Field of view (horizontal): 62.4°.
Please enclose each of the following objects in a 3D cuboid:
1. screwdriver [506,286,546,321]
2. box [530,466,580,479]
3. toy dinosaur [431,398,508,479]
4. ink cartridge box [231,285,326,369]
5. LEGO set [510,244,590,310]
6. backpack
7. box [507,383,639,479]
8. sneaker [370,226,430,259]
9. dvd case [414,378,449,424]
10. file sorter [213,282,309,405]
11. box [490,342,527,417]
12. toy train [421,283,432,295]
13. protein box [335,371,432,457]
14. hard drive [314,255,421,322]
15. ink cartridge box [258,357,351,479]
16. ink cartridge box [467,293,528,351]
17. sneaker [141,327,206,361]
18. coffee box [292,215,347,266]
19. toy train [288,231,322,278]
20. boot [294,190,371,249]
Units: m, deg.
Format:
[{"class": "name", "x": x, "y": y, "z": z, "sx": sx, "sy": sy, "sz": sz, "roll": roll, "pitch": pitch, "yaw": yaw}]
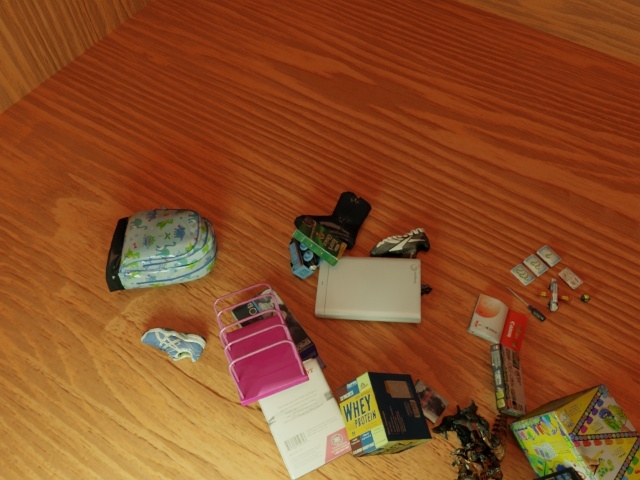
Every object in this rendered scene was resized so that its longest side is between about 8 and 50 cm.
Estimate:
[{"class": "screwdriver", "x": 0.713, "y": 0.216, "z": 1.837, "sx": 0.024, "sy": 0.025, "sz": 0.170, "roll": -33, "pitch": 64, "yaw": -20}, {"class": "box", "x": 0.504, "y": 0.724, "z": 1.369, "sx": 0.322, "sy": 0.257, "sz": 0.079, "roll": -13, "pitch": 40, "yaw": -10}, {"class": "toy dinosaur", "x": 0.457, "y": 0.597, "z": 1.543, "sx": 0.218, "sy": 0.164, "sz": 0.322, "roll": 48, "pitch": 29, "yaw": 10}, {"class": "ink cartridge box", "x": -0.139, "y": 0.320, "z": 1.738, "sx": 0.165, "sy": 0.065, "sz": 0.332, "roll": -32, "pitch": 64, "yaw": -20}, {"class": "LEGO set", "x": 0.828, "y": 0.139, "z": 1.870, "sx": 0.183, "sy": 0.060, "sz": 0.244, "roll": -31, "pitch": 63, "yaw": -15}, {"class": "backpack", "x": -0.535, "y": 0.023, "z": 1.833, "sx": 0.356, "sy": 0.273, "sz": 0.290, "roll": 7, "pitch": 50, "yaw": -11}, {"class": "box", "x": 0.707, "y": 0.576, "z": 1.431, "sx": 0.177, "sy": 0.290, "sz": 0.279, "roll": -21, "pitch": 69, "yaw": -15}, {"class": "sneaker", "x": 0.297, "y": 0.031, "z": 1.917, "sx": 0.235, "sy": 0.078, "sz": 0.106, "roll": -19, "pitch": 57, "yaw": -15}, {"class": "dvd case", "x": 0.331, "y": 0.503, "z": 1.655, "sx": 0.119, "sy": 0.013, "sz": 0.087, "roll": 36, "pitch": 64, "yaw": 21}, {"class": "file sorter", "x": -0.187, "y": 0.288, "z": 1.556, "sx": 0.202, "sy": 0.182, "sz": 0.290, "roll": -20, "pitch": 36, "yaw": -10}, {"class": "box", "x": 0.587, "y": 0.436, "z": 1.651, "sx": 0.114, "sy": 0.036, "sz": 0.206, "roll": 28, "pitch": 51, "yaw": -31}, {"class": "toy train", "x": 0.315, "y": 0.180, "z": 1.854, "sx": 0.159, "sy": 0.027, "sz": 0.036, "roll": -10, "pitch": 48, "yaw": -7}, {"class": "protein box", "x": 0.182, "y": 0.500, "z": 1.526, "sx": 0.201, "sy": 0.136, "sz": 0.199, "roll": 16, "pitch": 46, "yaw": -41}, {"class": "hard drive", "x": 0.167, "y": 0.164, "z": 1.828, "sx": 0.354, "sy": 0.047, "sz": 0.232, "roll": 2, "pitch": 57, "yaw": 7}, {"class": "ink cartridge box", "x": -0.048, "y": 0.523, "z": 1.559, "sx": 0.207, "sy": 0.117, "sz": 0.282, "roll": -22, "pitch": 67, "yaw": -14}, {"class": "ink cartridge box", "x": 0.604, "y": 0.276, "z": 1.786, "sx": 0.180, "sy": 0.045, "sz": 0.145, "roll": 19, "pitch": 60, "yaw": 14}, {"class": "sneaker", "x": -0.482, "y": 0.337, "z": 1.710, "sx": 0.211, "sy": 0.080, "sz": 0.081, "roll": 7, "pitch": 55, "yaw": 5}, {"class": "coffee box", "x": 0.000, "y": 0.000, "z": 1.856, "sx": 0.184, "sy": 0.040, "sz": 0.113, "roll": 37, "pitch": 36, "yaw": -3}, {"class": "toy train", "x": -0.063, "y": 0.044, "z": 1.893, "sx": 0.105, "sy": 0.080, "sz": 0.184, "roll": -35, "pitch": 48, "yaw": 19}, {"class": "boot", "x": 0.049, "y": -0.095, "z": 1.983, "sx": 0.247, "sy": 0.094, "sz": 0.207, "roll": 20, "pitch": 61, "yaw": 7}]
